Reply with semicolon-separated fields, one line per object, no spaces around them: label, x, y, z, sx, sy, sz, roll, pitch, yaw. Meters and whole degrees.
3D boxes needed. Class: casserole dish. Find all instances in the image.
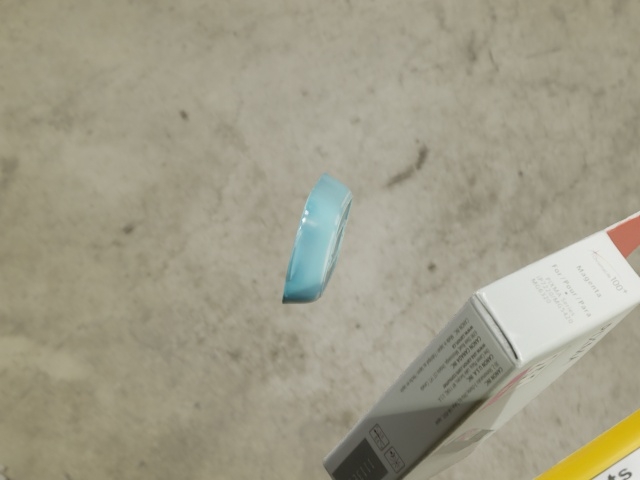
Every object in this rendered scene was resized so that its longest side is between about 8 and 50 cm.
casserole dish;0.000;0.000;1.311;0.037;0.188;0.114;15;103;3

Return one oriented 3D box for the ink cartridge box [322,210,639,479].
ink cartridge box;0.149;0.083;0.992;0.239;0.275;0.060;-22;70;-33

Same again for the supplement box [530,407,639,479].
supplement box;0.206;0.276;0.625;0.194;0.195;0.356;-31;43;-4
